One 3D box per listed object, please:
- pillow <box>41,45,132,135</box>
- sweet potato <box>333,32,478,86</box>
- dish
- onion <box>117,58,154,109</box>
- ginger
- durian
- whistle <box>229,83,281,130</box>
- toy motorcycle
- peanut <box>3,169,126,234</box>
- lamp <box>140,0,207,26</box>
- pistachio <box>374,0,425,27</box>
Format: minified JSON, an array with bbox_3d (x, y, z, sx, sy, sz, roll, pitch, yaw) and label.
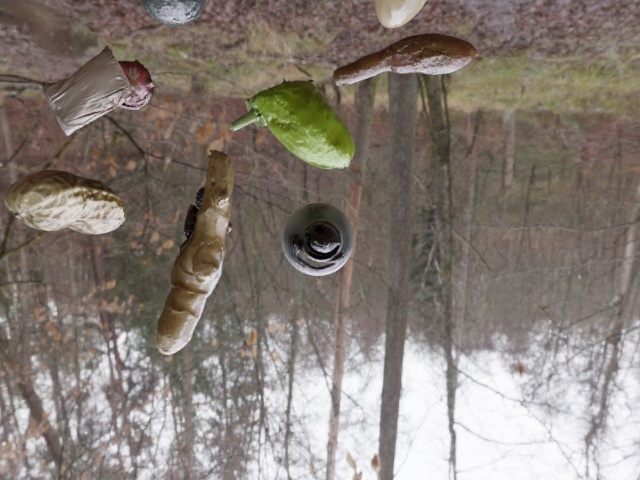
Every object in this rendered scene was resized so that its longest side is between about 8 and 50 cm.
[{"bbox_3d":[-0.741,-0.476,1.540,0.270,0.173,0.067,-32,-156,-6],"label":"pillow"},{"bbox_3d":[0.222,-0.489,1.298,0.384,0.109,0.109,-2,-167,14],"label":"sweet potato"},{"bbox_3d":[0.000,0.000,1.740,0.273,0.274,0.134,0,-175,-9],"label":"dish"},{"bbox_3d":[-0.700,-0.567,1.750,0.183,0.184,0.147,-7,-146,-33],"label":"onion"},{"bbox_3d":[-0.189,0.023,0.761,0.081,0.334,0.148,22,-155,-6],"label":"ginger"},{"bbox_3d":[-0.025,-0.360,1.519,0.340,0.204,0.256,47,-153,3],"label":"durian"},{"bbox_3d":[-0.188,-0.453,1.651,0.288,0.106,0.131,-33,-157,-21],"label":"whistle"},{"bbox_3d":[-0.438,0.013,1.811,0.134,0.402,0.207,11,171,30],"label":"toy motorcycle"},{"bbox_3d":[-0.531,-0.076,1.029,0.196,0.110,0.233,-17,167,30],"label":"peanut"},{"bbox_3d":[-0.353,-0.691,1.326,0.181,0.182,0.313,13,-150,36],"label":"lamp"},{"bbox_3d":[0.221,-0.670,1.330,0.145,0.117,0.201,14,152,6],"label":"pistachio"}]
